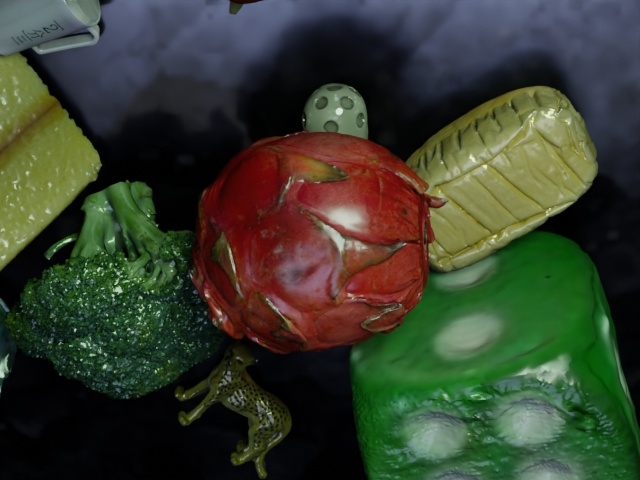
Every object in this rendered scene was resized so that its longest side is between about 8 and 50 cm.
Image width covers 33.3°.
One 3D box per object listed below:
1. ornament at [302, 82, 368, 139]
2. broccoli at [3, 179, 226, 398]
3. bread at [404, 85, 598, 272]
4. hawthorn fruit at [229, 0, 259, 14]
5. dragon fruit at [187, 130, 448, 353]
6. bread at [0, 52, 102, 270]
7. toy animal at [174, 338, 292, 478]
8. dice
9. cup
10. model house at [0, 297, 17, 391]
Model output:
[{"bbox_3d":[0.019,-0.100,1.188,0.074,0.081,0.156,23,131,35],"label":"ornament"},{"bbox_3d":[-0.222,0.059,1.226,0.261,0.269,0.242,-15,84,13],"label":"broccoli"},{"bbox_3d":[0.186,-0.070,1.169,0.236,0.106,0.140,-32,113,21],"label":"bread"},{"bbox_3d":[-0.070,-0.312,1.005,0.199,0.199,0.251,12,136,-3],"label":"hawthorn fruit"},{"bbox_3d":[-0.009,0.003,1.076,0.252,0.241,0.241,-1,126,39],"label":"dragon fruit"},{"bbox_3d":[-0.422,-0.026,1.098,0.244,0.362,0.233,-25,116,22],"label":"bread"},{"bbox_3d":[-0.093,0.220,1.396,0.136,0.073,0.181,-39,108,17],"label":"toy animal"},{"bbox_3d":[0.205,0.181,1.213,0.287,0.300,0.297,-12,120,14],"label":"dice"},{"bbox_3d":[-0.288,-0.236,1.134,0.116,0.074,0.104,-19,147,20],"label":"cup"},{"bbox_3d":[-0.550,0.155,1.342,0.261,0.226,0.241,15,166,-32],"label":"model house"}]
